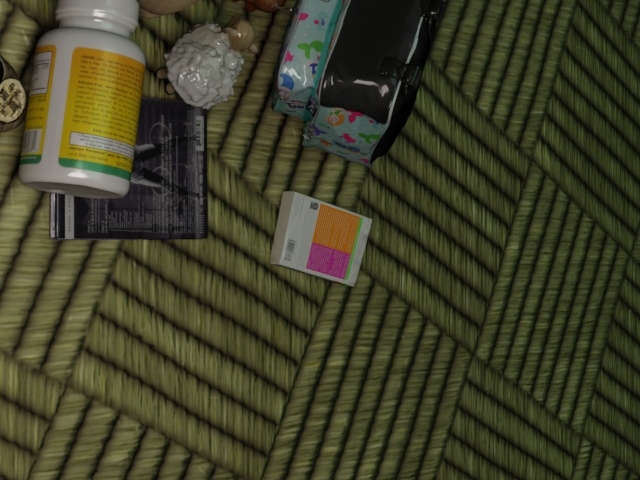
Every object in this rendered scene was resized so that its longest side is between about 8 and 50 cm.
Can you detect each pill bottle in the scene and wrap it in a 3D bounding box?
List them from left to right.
[{"bbox_3d":[-0.247,-0.155,1.499,0.118,0.118,0.208,12,81,-46],"label":"pill bottle"}]

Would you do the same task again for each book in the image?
[{"bbox_3d":[0.000,0.000,1.853,0.144,0.035,0.096,19,79,-45],"label":"book"}]

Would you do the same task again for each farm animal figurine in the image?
[{"bbox_3d":[-0.123,-0.364,1.616,0.330,0.172,0.326,55,53,-31],"label":"farm animal figurine"}]

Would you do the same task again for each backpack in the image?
[{"bbox_3d":[0.043,-0.216,1.766,0.253,0.191,0.225,85,22,-73],"label":"backpack"}]

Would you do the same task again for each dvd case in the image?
[{"bbox_3d":[-0.216,-0.083,1.628,0.221,0.018,0.164,0,90,-47],"label":"dvd case"}]

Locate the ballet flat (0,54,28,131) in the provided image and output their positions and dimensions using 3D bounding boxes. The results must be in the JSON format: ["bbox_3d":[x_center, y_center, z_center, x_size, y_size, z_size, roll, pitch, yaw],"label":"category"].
[{"bbox_3d":[-0.378,-0.200,1.426,0.250,0.058,0.084,51,56,-34],"label":"ballet flat"}]
